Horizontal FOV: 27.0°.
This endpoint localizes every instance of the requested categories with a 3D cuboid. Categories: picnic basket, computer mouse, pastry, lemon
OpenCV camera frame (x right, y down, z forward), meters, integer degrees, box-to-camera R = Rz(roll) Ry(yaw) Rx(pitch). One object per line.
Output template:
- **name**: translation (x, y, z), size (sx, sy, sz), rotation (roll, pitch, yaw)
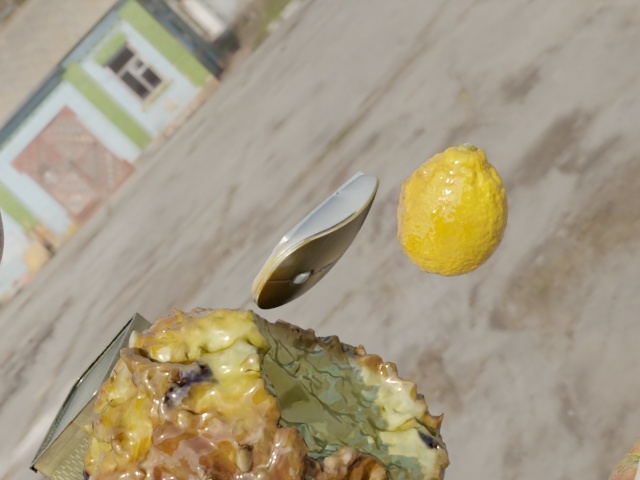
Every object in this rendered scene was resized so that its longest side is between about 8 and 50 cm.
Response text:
- **picnic basket**: translation (-0.249, 0.227, 1.723), size (0.165, 0.139, 0.266), rotation (-48, 11, 19)
- **computer mouse**: translation (0.002, 0.001, 1.249), size (0.102, 0.045, 0.199), rotation (-57, -8, 33)
- **pastry**: translation (-0.073, 0.252, 1.286), size (0.337, 0.405, 0.292), rotation (-47, 48, 17)
- **lemon**: translation (0.169, -0.040, 1.694), size (0.142, 0.142, 0.187), rotation (-68, -8, -63)

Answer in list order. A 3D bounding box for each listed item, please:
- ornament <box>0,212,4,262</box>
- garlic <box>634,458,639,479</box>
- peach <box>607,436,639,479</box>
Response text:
- **ornament**: translation (-0.345, 0.006, 1.080), size (0.177, 0.177, 0.177), rotation (-44, 11, 11)
- **garlic**: translation (0.336, 0.165, 0.907), size (0.145, 0.245, 0.164), rotation (-94, 21, -70)
- **peach**: translation (0.400, 0.294, 1.285), size (0.232, 0.256, 0.232), rotation (-33, 10, 7)
